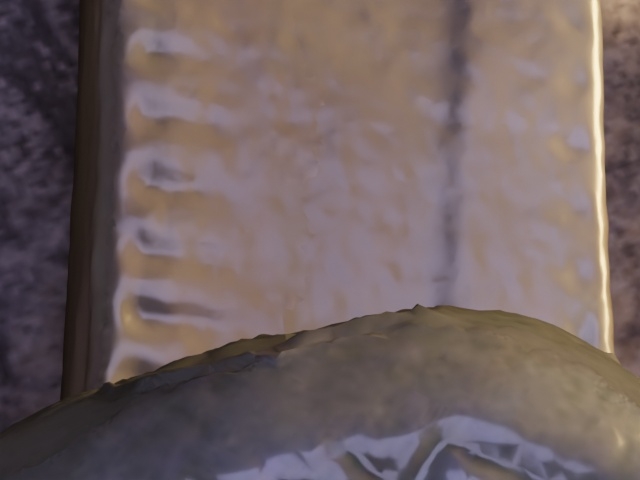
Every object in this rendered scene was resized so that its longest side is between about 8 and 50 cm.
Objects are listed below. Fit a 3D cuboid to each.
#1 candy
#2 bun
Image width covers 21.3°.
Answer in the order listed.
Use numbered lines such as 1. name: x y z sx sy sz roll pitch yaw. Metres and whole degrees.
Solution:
1. candy: 0.002 0.001 0.685 0.208 0.145 0.358 3 75 -11
2. bun: 0.012 0.182 0.487 0.355 0.194 0.354 0 91 -10
